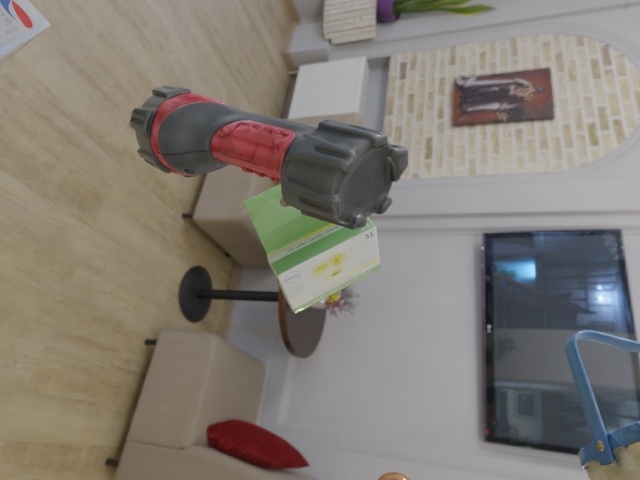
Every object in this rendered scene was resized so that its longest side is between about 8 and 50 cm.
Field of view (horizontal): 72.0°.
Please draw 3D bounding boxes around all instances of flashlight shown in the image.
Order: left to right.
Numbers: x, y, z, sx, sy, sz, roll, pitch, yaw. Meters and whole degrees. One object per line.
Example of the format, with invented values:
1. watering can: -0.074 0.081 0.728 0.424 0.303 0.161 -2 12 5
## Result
1. flashlight: -0.075 -0.087 0.435 0.103 0.304 0.103 14 99 -50

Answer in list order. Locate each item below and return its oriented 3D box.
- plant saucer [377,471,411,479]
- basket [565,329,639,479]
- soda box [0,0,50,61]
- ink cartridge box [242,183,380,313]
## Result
1. plant saucer: 0.140 0.481 0.827 0.013 0.084 0.083 54 39 -73
2. basket: 0.462 0.264 0.559 0.201 0.255 0.288 98 3 -55
3. soda box: -0.433 -0.270 0.572 0.069 0.074 0.216 51 12 -37
4. ink cartridge box: 0.000 0.000 0.672 0.056 0.171 0.235 57 -10 36
